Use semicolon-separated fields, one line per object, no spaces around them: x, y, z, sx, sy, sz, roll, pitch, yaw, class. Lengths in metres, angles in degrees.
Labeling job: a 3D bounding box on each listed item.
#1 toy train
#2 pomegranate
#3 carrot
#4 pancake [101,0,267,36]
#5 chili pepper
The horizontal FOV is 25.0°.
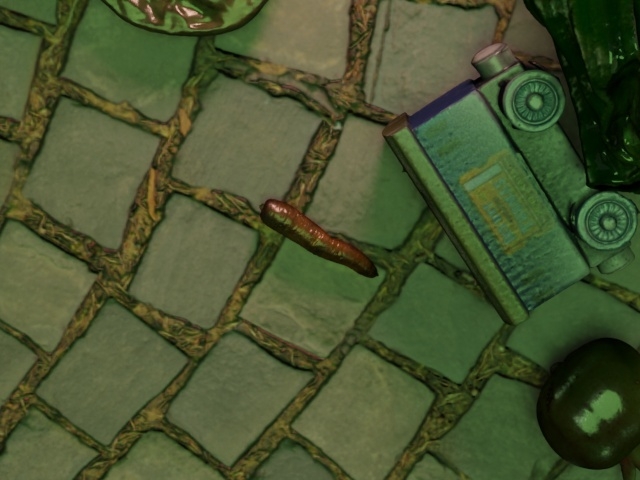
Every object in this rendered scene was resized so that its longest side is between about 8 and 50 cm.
0.220;-0.063;1.630;0.202;0.131;0.300;-32;100;7;toy train
0.344;0.208;1.700;0.152;0.131;0.191;-47;122;2;pomegranate
-0.001;0.001;1.687;0.165;0.036;0.036;32;99;-10;carrot
-0.159;-0.374;1.595;0.294;0.049;0.295;0;103;-1;pancake
0.296;-0.230;1.477;0.167;0.213;0.385;1;99;37;chili pepper
